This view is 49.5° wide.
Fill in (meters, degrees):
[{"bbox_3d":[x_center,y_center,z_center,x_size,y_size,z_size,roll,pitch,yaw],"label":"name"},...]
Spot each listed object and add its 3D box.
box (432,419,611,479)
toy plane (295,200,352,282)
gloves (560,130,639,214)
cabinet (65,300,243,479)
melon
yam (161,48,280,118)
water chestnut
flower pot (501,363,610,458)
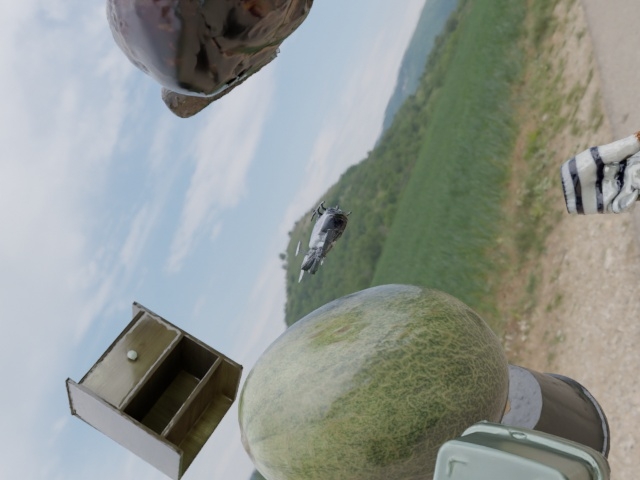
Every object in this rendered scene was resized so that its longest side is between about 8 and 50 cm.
[{"bbox_3d":[0.168,0.273,0.605,0.129,0.148,0.210,16,-98,-56],"label":"box"},{"bbox_3d":[0.000,0.000,1.108,0.197,0.054,0.078,129,158,-57],"label":"toy plane"},{"bbox_3d":[0.574,-0.117,1.310,0.131,0.219,0.139,22,-117,-57],"label":"gloves"},{"bbox_3d":[-0.267,0.241,1.123,0.174,0.215,0.148,-54,-11,-37],"label":"cabinet"},{"bbox_3d":[0.064,0.180,0.821,0.249,0.330,0.248,166,90,-72],"label":"melon"},{"bbox_3d":[-0.237,-0.395,1.580,0.280,0.131,0.131,-27,17,27],"label":"yam"},{"bbox_3d":[-0.145,-0.323,0.843,0.289,0.244,0.289,-41,0,0],"label":"water chestnut"},{"bbox_3d":[0.350,0.323,1.228,0.269,0.166,0.268,-29,36,24],"label":"flower pot"}]
